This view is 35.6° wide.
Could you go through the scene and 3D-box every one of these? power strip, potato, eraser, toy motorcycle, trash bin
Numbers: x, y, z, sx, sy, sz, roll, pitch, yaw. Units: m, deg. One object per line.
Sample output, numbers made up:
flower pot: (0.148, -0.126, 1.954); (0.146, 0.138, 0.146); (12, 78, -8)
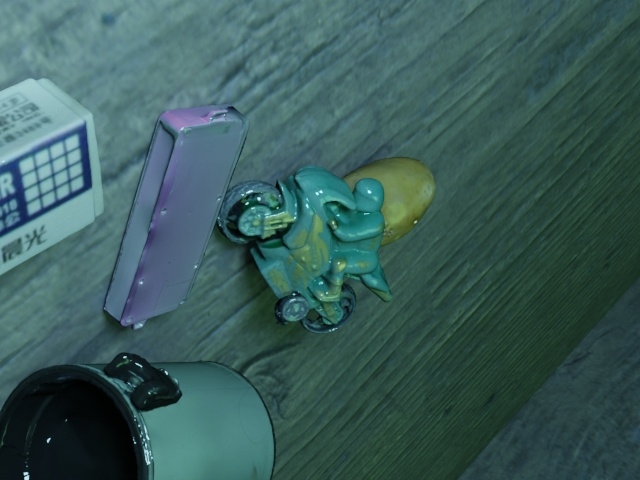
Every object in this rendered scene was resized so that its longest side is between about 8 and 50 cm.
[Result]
power strip: (-0.158, -0.026, 1.085); (0.109, 0.037, 0.279); (-18, 138, -50)
potato: (0.082, -0.051, 1.369); (0.178, 0.109, 0.118); (-24, 165, -35)
eraser: (-0.310, -0.016, 0.798); (0.279, 0.081, 0.124); (-35, 149, -32)
toy motorcycle: (0.001, 0.001, 1.256); (0.198, 0.109, 0.296); (-29, 135, -1)
trash bin: (-0.207, 0.249, 1.149); (0.277, 0.217, 0.262); (-50, 155, 14)
